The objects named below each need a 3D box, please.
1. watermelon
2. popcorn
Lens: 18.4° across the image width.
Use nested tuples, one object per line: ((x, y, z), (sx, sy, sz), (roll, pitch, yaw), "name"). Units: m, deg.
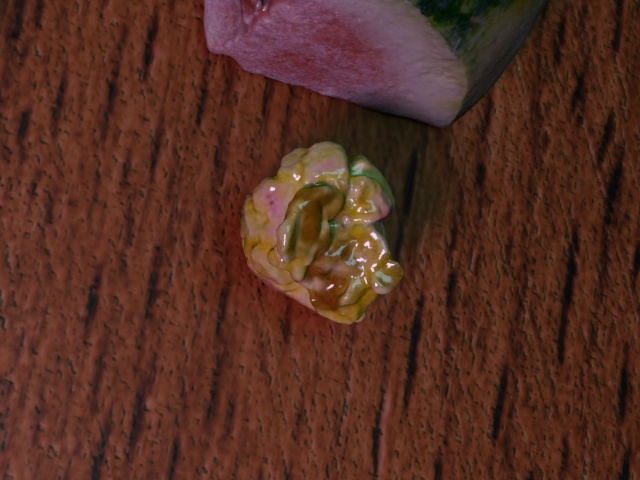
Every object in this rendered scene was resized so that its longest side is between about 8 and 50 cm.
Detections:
((0.040, -0.209, 1.236), (0.231, 0.310, 0.193), (3, 68, 12), "watermelon")
((0.000, 0.000, 1.199), (0.097, 0.109, 0.089), (-9, 48, 3), "popcorn")
